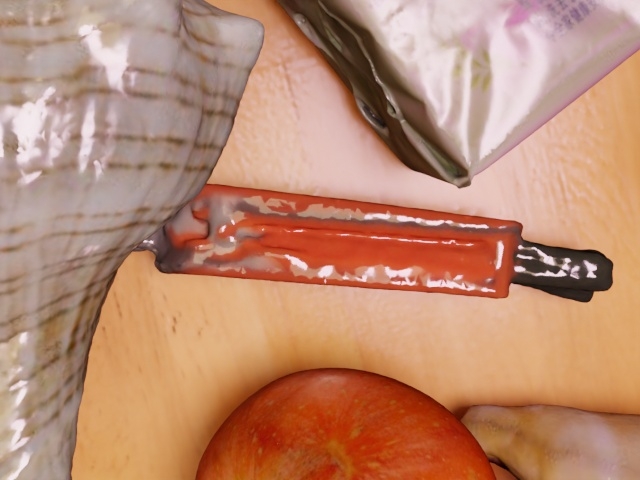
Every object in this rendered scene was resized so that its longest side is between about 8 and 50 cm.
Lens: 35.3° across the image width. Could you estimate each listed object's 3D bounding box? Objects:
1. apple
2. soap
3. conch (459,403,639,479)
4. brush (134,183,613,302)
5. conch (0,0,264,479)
[{"bbox_3d":[0.016,0.149,0.530,0.139,0.163,0.163,-5,97,-44],"label":"apple"},{"bbox_3d":[0.080,-0.156,0.510,0.199,0.138,0.182,-38,98,0],"label":"soap"},{"bbox_3d":[0.200,0.155,0.573,0.255,0.127,0.158,30,124,15],"label":"conch"},{"bbox_3d":[0.000,-0.001,0.555,0.323,0.070,0.051,4,91,-3],"label":"brush"},{"bbox_3d":[-0.114,-0.062,0.450,0.169,0.203,0.386,-27,61,30],"label":"conch"}]
